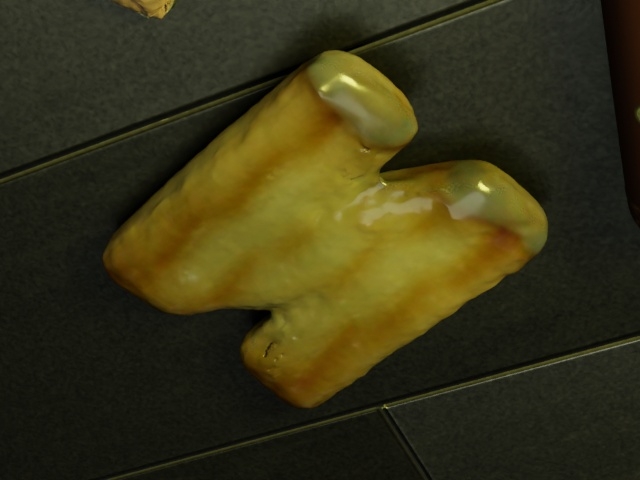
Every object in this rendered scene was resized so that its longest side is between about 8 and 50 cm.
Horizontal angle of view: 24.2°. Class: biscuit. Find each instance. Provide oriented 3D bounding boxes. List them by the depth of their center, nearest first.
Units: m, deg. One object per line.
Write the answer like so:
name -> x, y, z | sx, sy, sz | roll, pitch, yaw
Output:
biscuit -> 0.000, 0.000, 1.138 | 0.237, 0.062, 0.290 | 35, 126, -21

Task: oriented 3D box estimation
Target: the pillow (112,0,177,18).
pillow -> -0.117, -0.236, 0.954 | 0.126, 0.043, 0.232 | 28, 140, -10

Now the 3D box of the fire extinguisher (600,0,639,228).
fire extinguisher -> 0.255, -0.091, 0.982 | 0.114, 0.135, 0.337 | -24, 129, -9
